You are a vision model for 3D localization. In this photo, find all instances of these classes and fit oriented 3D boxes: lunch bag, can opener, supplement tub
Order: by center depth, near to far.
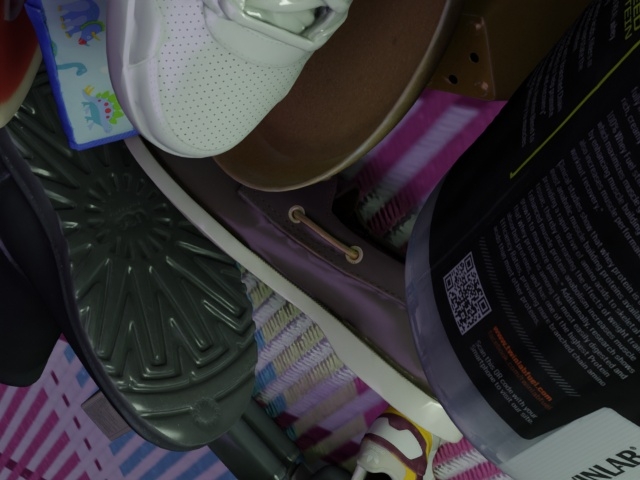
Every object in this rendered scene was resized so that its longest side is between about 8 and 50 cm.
[{"bbox_3d":[0.185,-0.028,0.448,0.207,0.207,0.338,44,148,5],"label":"supplement tub"},{"bbox_3d":[-0.117,-0.145,0.715,0.096,0.151,0.129,26,142,28],"label":"lunch bag"},{"bbox_3d":[-0.042,0.204,1.085,0.280,0.074,0.093,44,113,1],"label":"can opener"}]

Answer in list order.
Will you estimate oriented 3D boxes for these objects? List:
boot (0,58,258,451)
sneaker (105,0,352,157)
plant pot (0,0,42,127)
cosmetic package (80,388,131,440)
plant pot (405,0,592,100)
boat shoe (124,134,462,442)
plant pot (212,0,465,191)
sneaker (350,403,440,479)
[{"bbox_3d":[-0.254,0.066,1.055,0.445,0.146,0.367,-38,75,52],"label":"boot"},{"bbox_3d":[0.008,-0.138,0.463,0.292,0.108,0.169,-63,37,19],"label":"sneaker"},{"bbox_3d":[-0.318,-0.198,0.767,0.243,0.275,0.275,16,143,-2],"label":"plant pot"},{"bbox_3d":[-0.228,0.188,1.285,0.060,0.041,0.115,51,146,-5],"label":"cosmetic package"},{"bbox_3d":[0.089,-0.115,0.577,0.081,0.083,0.081,17,136,36],"label":"plant pot"},{"bbox_3d":[0.000,0.000,0.786,0.324,0.096,0.116,41,-173,16],"label":"boat shoe"},{"bbox_3d":[0.003,-0.140,0.584,0.236,0.032,0.236,-15,71,51],"label":"plant pot"},{"bbox_3d":[0.060,0.218,0.954,0.070,0.084,0.185,21,139,33],"label":"sneaker"}]
